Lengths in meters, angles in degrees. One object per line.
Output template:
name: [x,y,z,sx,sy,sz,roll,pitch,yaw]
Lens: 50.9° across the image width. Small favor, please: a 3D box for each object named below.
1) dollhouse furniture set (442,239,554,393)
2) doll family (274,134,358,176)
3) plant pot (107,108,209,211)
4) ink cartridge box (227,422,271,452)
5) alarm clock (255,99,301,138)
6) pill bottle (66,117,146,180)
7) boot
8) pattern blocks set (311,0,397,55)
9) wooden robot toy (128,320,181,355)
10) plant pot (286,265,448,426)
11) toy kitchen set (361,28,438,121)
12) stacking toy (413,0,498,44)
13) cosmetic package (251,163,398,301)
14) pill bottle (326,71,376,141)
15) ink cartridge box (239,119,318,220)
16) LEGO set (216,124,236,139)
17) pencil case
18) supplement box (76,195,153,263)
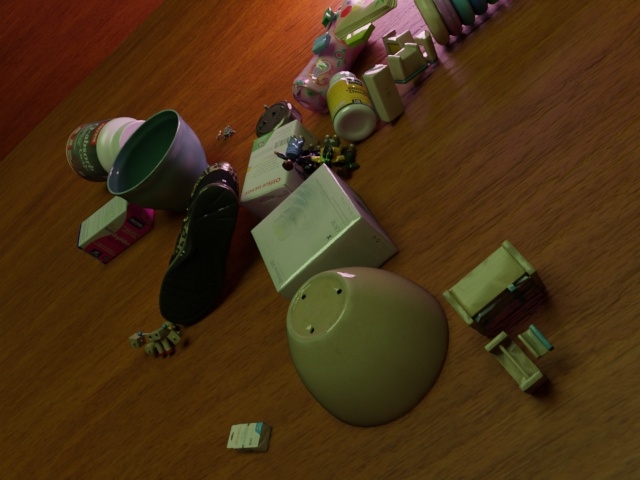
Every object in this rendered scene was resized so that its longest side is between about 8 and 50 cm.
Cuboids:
dollhouse furniture set: [0.306,0.121,1.028,0.129,0.129,0.183,-42,63,9]
doll family: [-0.010,-0.193,1.569,0.193,0.076,0.111,-1,51,18]
plant pot: [-0.443,-0.204,1.953,0.293,0.196,0.293,-27,43,28]
ink cartridge box: [-0.138,0.381,1.300,0.083,0.028,0.048,-15,49,36]
alarm clock: [-0.112,-0.310,1.829,0.129,0.064,0.192,-41,42,11]
pill bottle: [-0.684,-0.304,2.264,0.363,0.210,0.210,3,61,46]
boot: [-0.292,-0.006,1.676,0.284,0.138,0.377,-102,28,-66]
pattern blocks set: [0.119,-0.579,1.651,0.325,0.026,0.285,-8,53,45]
wooden robot toy: [-0.385,0.235,1.657,0.173,0.076,0.079,-18,12,34]
plant pot: [0.052,0.155,1.171,0.284,0.191,0.284,-25,44,27]
toy kitchen set: [0.168,-0.398,1.609,0.207,0.122,0.166,-38,34,-18]
stacking toy: [0.384,-0.587,1.531,0.330,0.141,0.141,-28,42,15]
cosmetic package: [0.000,0.000,1.396,0.225,0.138,0.224,-43,38,10]
pill bottle: [0.070,-0.330,1.628,0.103,0.103,0.184,-33,41,20]
ink cartridge box: [-0.103,-0.173,1.677,0.154,0.093,0.212,-19,46,35]
LEGO set: [-0.292,-0.330,2.049,0.083,0.023,0.054,-19,47,33]
pencil case: [0.030,-0.477,1.774,0.124,0.124,0.284,9,66,48]
supplement box: [-0.630,-0.044,2.074,0.220,0.111,0.113,-35,40,19]
